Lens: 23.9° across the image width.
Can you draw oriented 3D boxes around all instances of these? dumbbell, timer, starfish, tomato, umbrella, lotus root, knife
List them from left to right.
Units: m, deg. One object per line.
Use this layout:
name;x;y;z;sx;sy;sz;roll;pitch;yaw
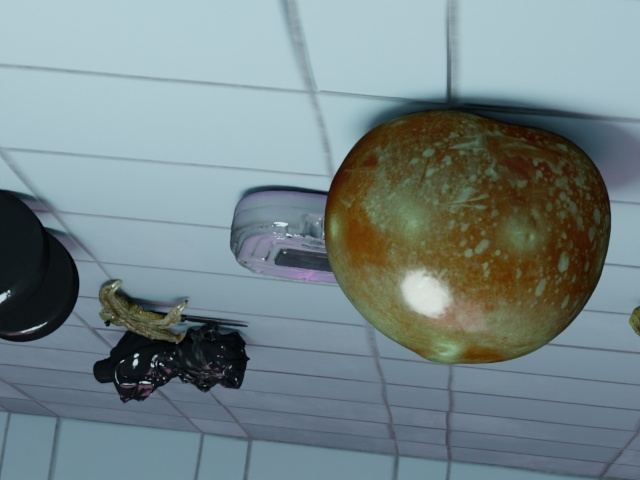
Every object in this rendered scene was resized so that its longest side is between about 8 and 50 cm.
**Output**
dumbbell;-0.399;0.035;1.900;0.152;0.152;0.218;6;166;6
starfish;-0.276;0.118;2.336;0.138;0.050;0.247;13;165;-3
umbrella;-0.252;0.200;2.513;0.272;0.122;0.110;-9;-178;23
knife;-0.200;0.127;2.419;0.170;0.010;0.023;7;164;6
timer;0.000;0.000;1.744;0.208;0.069;0.191;7;163;-5
tomato;0.133;0.007;1.415;0.270;0.222;0.270;8;162;3
lotus root;0.450;0.108;1.969;0.099;0.049;0.054;12;156;-14
